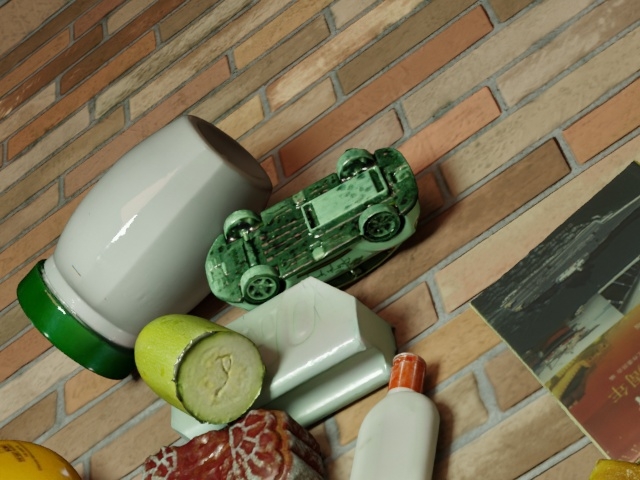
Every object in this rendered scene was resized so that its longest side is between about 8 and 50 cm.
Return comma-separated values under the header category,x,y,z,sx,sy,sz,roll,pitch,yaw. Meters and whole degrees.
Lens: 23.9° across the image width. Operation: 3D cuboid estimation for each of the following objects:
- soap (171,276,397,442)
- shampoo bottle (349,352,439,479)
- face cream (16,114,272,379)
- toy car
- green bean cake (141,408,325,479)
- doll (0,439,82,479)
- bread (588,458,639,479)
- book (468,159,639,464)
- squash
category,x,y,z,sx,sy,sz,roll,pitch,yaw
soap,-0.049,0.157,1.906,0.290,0.095,0.172,-31,35,20
shampoo bottle,0.087,0.225,1.715,0.108,0.051,0.220,-23,38,34
face cream,-0.241,0.004,2.150,0.357,0.219,0.312,-49,-2,9
toy car,0.000,0.000,1.996,0.306,0.125,0.136,-30,43,9
green bean cake,-0.108,0.298,1.806,0.233,0.097,0.198,-34,33,16
doll,-0.410,0.384,1.989,0.213,0.213,0.236,-141,53,-58
bread,0.282,0.293,1.368,0.132,0.103,0.172,5,57,47
book,0.338,0.071,1.640,0.262,0.028,0.374,-41,31,2
squash,-0.165,0.149,1.851,0.123,0.123,0.187,-53,32,-15
